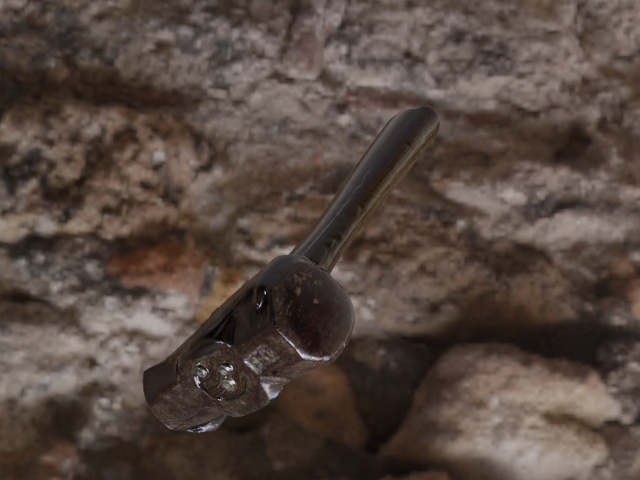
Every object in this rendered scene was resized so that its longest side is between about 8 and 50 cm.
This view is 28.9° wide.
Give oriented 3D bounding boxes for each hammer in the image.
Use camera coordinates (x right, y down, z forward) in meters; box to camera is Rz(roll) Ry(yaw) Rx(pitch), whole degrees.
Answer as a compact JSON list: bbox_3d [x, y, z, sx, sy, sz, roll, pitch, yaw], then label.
[{"bbox_3d":[0.000,0.000,1.209,0.095,0.408,0.242,42,142,-9],"label":"hammer"}]
